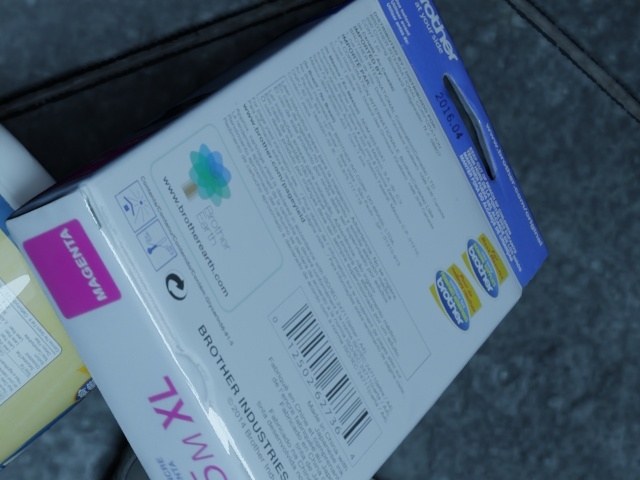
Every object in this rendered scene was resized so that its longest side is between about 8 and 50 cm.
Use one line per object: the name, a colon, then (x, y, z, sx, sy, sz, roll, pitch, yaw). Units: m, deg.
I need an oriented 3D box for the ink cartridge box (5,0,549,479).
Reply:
ink cartridge box: (0.000, 0.000, 0.823, 0.311, 0.065, 0.186, -41, 107, -50)

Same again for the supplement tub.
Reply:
supplement tub: (-0.192, 0.050, 0.794, 0.200, 0.144, 0.144, -41, 103, -8)

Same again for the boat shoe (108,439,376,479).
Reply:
boat shoe: (0.035, 0.194, 0.893, 0.335, 0.112, 0.095, 38, 102, -9)
